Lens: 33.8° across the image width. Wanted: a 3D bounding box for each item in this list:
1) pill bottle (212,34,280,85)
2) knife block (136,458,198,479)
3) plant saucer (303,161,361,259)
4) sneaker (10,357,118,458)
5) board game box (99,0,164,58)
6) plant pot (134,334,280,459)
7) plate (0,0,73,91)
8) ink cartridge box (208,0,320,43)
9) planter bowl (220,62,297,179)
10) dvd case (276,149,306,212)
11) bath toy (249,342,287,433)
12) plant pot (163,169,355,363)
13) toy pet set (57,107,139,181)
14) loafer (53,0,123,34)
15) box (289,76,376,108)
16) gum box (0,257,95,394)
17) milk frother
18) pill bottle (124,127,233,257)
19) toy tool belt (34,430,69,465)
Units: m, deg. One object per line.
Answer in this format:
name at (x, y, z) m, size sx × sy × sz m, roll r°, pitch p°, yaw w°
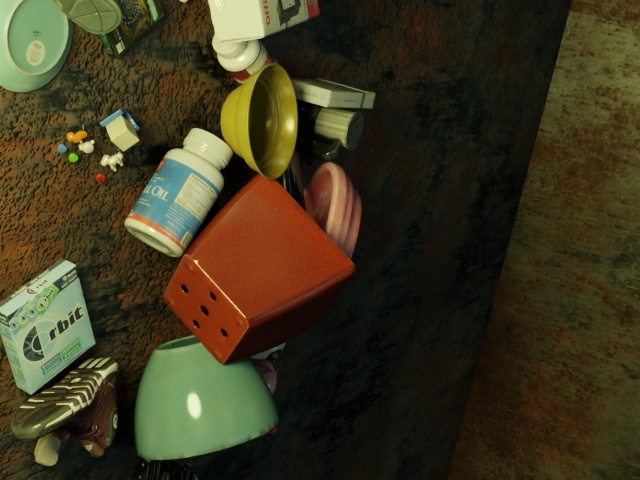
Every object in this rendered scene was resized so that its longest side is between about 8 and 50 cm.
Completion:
pill bottle at (-0.142, -0.345, 1.996) m, size 0.086 × 0.086 × 0.152 m, roll -63°, pitch 150°, yaw -10°
knife block at (-0.363, 0.590, 2.232) m, size 0.275 × 0.088 × 0.242 m, roll -53°, pitch 146°, yaw -25°
plant saucer at (0.000, 0.000, 2.251) m, size 0.332 × 0.084 × 0.332 m, roll -162°, pitch -90°, yaw -75°
sneaker at (-0.426, 0.327, 1.853) m, size 0.281 × 0.107 × 0.162 m, roll -40°, pitch 124°, yaw -63°
board game box at (-0.326, -0.406, 1.710) m, size 0.126 × 0.026 × 0.186 m, roll -50°, pitch 146°, yaw -30°
plant pot at (-0.242, 0.293, 2.092) m, size 0.290 × 0.290 × 0.195 m, roll -18°, pitch 98°, yaw -54°
plate at (-0.433, -0.313, 1.587) m, size 0.188 × 0.024 × 0.188 m, roll -41°, pitch 140°, yaw -46°
ink cartridge box at (-0.104, -0.462, 1.888) m, size 0.237 × 0.100 × 0.171 m, roll -41°, pitch 125°, yaw -57°
planter bowl at (-0.126, -0.224, 1.976) m, size 0.217 × 0.090 × 0.217 m, roll 5°, pitch 90°, yaw -68°
dvd case at (-0.070, -0.142, 2.162) m, size 0.179 × 0.030 × 0.238 m, roll 64°, pitch 13°, yaw -53°
bath toy at (-0.131, 0.297, 2.387) m, size 0.151 × 0.129 × 0.348 m, roll -10°, pitch 118°, yaw -57°
plant pot at (-0.142, 0.076, 2.016) m, size 0.236 × 0.267 × 0.267 m, roll -35°, pitch 167°, yaw -37°
toy pet set at (-0.371, -0.176, 1.775) m, size 0.114 × 0.065 × 0.122 m, roll -33°, pitch 146°, yaw 8°
loafer at (-0.392, -0.412, 1.546) m, size 0.267 × 0.096 × 0.084 m, roll 47°, pitch 25°, yaw -48°
box at (0.008, -0.311, 2.206) m, size 0.186 × 0.145 × 0.038 m, roll -8°, pitch 114°, yaw -58°
gum box at (-0.471, 0.148, 1.812) m, size 0.157 × 0.041 × 0.184 m, roll -41°, pitch 140°, yaw -39°
milk frother at (0.017, -0.223, 2.283) m, size 0.143 × 0.135 × 0.129 m, roll 31°, pitch 78°, yaw -67°
pill bottle at (-0.254, -0.091, 1.936) m, size 0.221 × 0.124 × 0.124 m, roll -61°, pitch 150°, yaw -15°
toy tool belt at (-0.490, 0.369, 1.929) m, size 0.083 × 0.052 × 0.051 m, roll -64°, pitch -171°, yaw -2°
